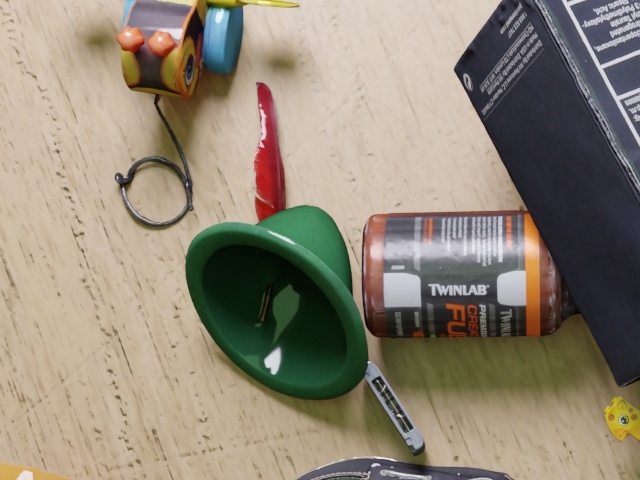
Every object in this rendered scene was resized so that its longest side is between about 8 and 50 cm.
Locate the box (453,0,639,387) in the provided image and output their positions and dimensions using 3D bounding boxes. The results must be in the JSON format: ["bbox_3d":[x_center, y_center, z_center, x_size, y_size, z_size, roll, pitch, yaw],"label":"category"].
[{"bbox_3d":[0.308,-0.086,1.225,0.296,0.183,0.294,-22,77,-19],"label":"box"}]

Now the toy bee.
[{"bbox_3d":[-0.114,-0.182,1.353,0.195,0.162,0.298,-12,80,4],"label":"toy bee"}]

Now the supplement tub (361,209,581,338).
[{"bbox_3d":[0.135,0.027,1.311,0.198,0.106,0.106,-1,81,8],"label":"supplement tub"}]

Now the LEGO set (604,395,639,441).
[{"bbox_3d":[0.253,0.179,1.281,0.093,0.087,0.227,37,87,11],"label":"LEGO set"}]

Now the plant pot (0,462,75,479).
[{"bbox_3d":[-0.253,0.286,1.290,0.205,0.205,0.188,8,67,9],"label":"plant pot"}]

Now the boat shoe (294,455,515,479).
[{"bbox_3d":[0.064,0.213,1.312,0.206,0.065,0.075,-1,81,8],"label":"boat shoe"}]

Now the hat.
[{"bbox_3d":[0.000,0.000,1.360,0.173,0.208,0.183,3,37,35],"label":"hat"}]

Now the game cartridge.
[{"bbox_3d":[0.061,0.139,1.329,0.017,0.056,0.083,-32,77,-6],"label":"game cartridge"}]
